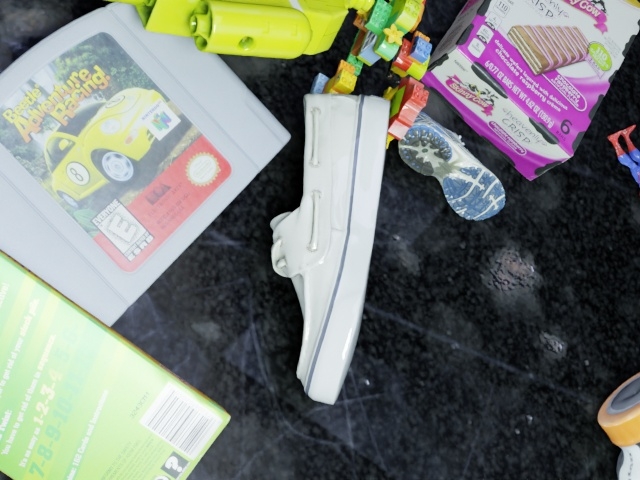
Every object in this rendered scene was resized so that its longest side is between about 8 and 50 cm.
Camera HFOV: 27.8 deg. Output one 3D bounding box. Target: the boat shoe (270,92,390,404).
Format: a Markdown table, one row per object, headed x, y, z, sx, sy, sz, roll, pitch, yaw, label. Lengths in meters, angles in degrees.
| x | y | z | sx | sy | sz | roll | pitch | yaw | label |
| --- | --- | --- | --- | --- | --- | --- | --- | --- | --- |
| 0.000 | 0.000 | 1.078 | 0.088 | 0.096 | 0.267 | 8 | 78 | 3 | boat shoe |

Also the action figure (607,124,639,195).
| x | y | z | sx | sy | sz | roll | pitch | yaw | label |
| --- | --- | --- | --- | --- | --- | --- | --- | --- | --- |
| 0.340 | -0.064 | 1.353 | 0.038 | 0.030 | 0.115 | -22 | 87 | -41 | action figure |

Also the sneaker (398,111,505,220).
| x | y | z | sx | sy | sz | roll | pitch | yaw | label |
| --- | --- | --- | --- | --- | --- | --- | --- | --- | --- |
| 0.125 | -0.074 | 1.204 | 0.135 | 0.052 | 0.058 | 42 | 27 | -30 | sneaker |

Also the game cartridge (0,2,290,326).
| x | y | z | sx | sy | sz | roll | pitch | yaw | label |
| --- | --- | --- | --- | --- | --- | --- | --- | --- | --- |
| -0.172 | -0.065 | 1.016 | 0.196 | 0.060 | 0.294 | 44 | 55 | -6 | game cartridge |

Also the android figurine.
| x | y | z | sx | sy | sz | roll | pitch | yaw | label |
| --- | --- | --- | --- | --- | --- | --- | --- | --- | --- |
| -0.082 | -0.234 | 1.090 | 0.273 | 0.056 | 0.248 | 3 | 44 | -29 | android figurine |

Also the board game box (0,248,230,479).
| x | y | z | sx | sy | sz | roll | pitch | yaw | label |
| --- | --- | --- | --- | --- | --- | --- | --- | --- | --- |
| -0.202 | 0.099 | 0.912 | 0.259 | 0.039 | 0.124 | 38 | 85 | -17 | board game box |

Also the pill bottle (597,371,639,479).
| x | y | z | sx | sy | sz | roll | pitch | yaw | label |
| --- | --- | --- | --- | --- | --- | --- | --- | --- | --- |
| 0.362 | 0.231 | 1.190 | 0.245 | 0.130 | 0.130 | 50 | 54 | -6 | pill bottle |

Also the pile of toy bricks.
| x | y | z | sx | sy | sz | roll | pitch | yaw | label |
| --- | --- | --- | --- | --- | --- | --- | --- | --- | --- |
| 0.063 | -0.199 | 1.180 | 0.118 | 0.105 | 0.212 | 28 | 59 | -20 | pile of toy bricks |

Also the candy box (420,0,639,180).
| x | y | z | sx | sy | sz | roll | pitch | yaw | label |
| --- | --- | --- | --- | --- | --- | --- | --- | --- | --- |
| 0.218 | -0.198 | 1.299 | 0.159 | 0.071 | 0.233 | 41 | 55 | -12 | candy box |
